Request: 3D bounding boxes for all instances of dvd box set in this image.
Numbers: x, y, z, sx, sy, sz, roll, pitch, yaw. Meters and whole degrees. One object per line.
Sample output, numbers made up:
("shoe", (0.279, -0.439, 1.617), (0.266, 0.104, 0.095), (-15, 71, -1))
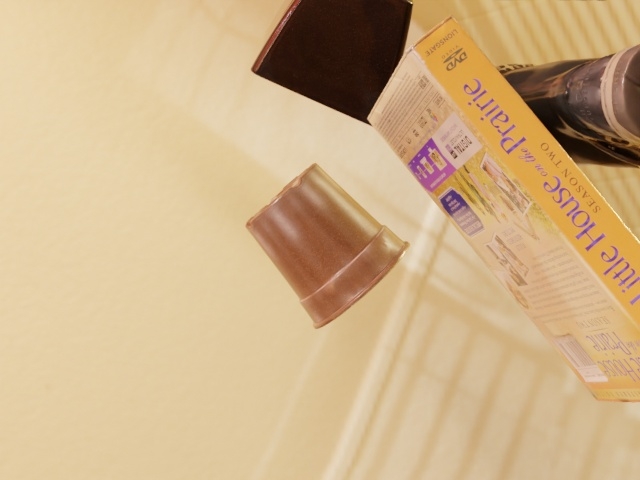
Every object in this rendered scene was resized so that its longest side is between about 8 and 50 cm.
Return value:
("dvd box set", (0.218, -0.013, 1.294), (0.062, 0.307, 0.420), (-39, -93, -8))

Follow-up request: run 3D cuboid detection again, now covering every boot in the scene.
("boot", (0.351, -0.127, 1.390), (0.377, 0.284, 0.138), (6, -92, -39))

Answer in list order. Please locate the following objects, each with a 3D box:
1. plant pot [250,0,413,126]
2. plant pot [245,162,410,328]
("plant pot", (0.034, -0.287, 1.684), (0.187, 0.167, 0.188), (24, -155, -6))
("plant pot", (0.000, 0.000, 1.639), (0.165, 0.167, 0.167), (48, -127, -4))
